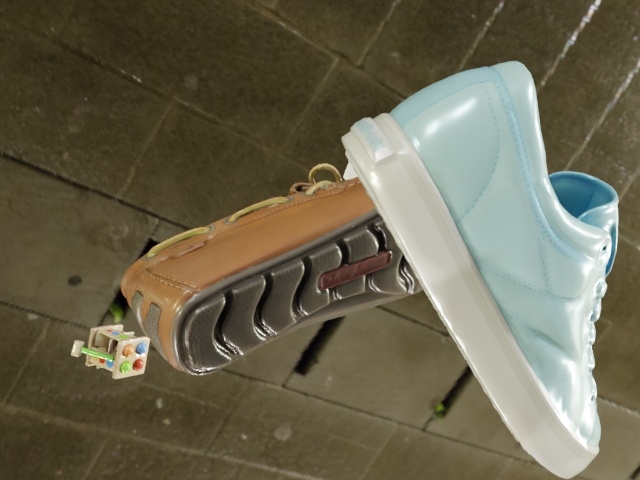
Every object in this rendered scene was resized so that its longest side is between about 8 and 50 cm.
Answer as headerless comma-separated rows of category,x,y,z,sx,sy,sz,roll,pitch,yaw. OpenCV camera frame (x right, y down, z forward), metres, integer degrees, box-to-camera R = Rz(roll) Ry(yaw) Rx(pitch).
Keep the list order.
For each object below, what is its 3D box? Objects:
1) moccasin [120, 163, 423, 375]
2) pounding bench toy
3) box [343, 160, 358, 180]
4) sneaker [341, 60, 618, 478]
moccasin,0.000,0.003,0.791,0.380,0.147,0.139,-25,132,-24
pounding bench toy,-0.273,0.147,1.085,0.083,0.065,0.052,-2,106,-57
box,0.170,-0.139,1.202,0.324,0.067,0.063,-23,148,-38
sneaker,0.161,0.036,0.596,0.150,0.135,0.366,-30,126,6
